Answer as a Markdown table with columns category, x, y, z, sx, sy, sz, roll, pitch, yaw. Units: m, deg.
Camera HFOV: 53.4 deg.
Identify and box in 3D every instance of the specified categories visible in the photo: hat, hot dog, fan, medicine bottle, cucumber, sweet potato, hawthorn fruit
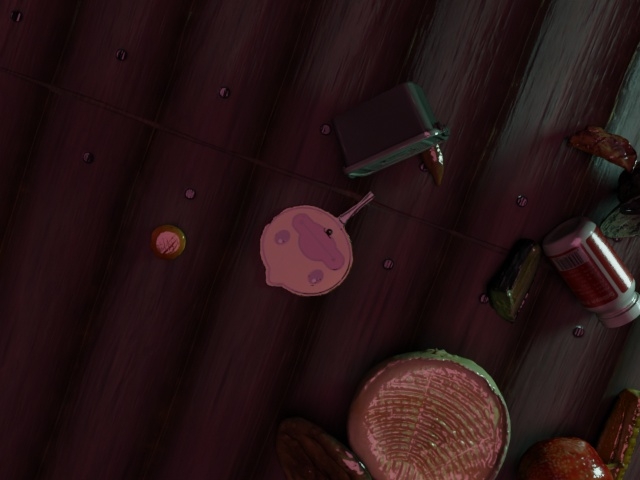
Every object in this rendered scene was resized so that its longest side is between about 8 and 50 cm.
| category | x | y | z | sx | sy | sz | roll | pitch | yaw |
| --- | --- | --- | --- | --- | --- | --- | --- | --- | --- |
| hat | 0.752 | -0.112 | 1.449 | 0.265 | 0.265 | 0.128 | -7 | 60 | -1 |
| hot dog | 0.725 | 0.499 | 1.555 | 0.068 | 0.083 | 0.289 | 15 | 97 | -41 |
| fan | 0.000 | 0.000 | 1.515 | 0.335 | 0.011 | 0.229 | -40 | 95 | 5 |
| medicine bottle | 0.634 | 0.073 | 1.478 | 0.131 | 0.131 | 0.250 | -37 | 97 | 3 |
| cucumber | 0.454 | 0.087 | 1.502 | 0.115 | 0.086 | 0.193 | 26 | 95 | -48 |
| sweet potato | 0.252 | -0.234 | 1.476 | 0.065 | 0.051 | 0.218 | -20 | 97 | -3 |
| hawthorn fruit | 0.595 | 0.564 | 1.497 | 0.253 | 0.205 | 0.205 | -7 | 96 | -5 |

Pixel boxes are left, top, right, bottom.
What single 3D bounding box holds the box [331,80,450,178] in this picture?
| category | x | y | z | sx | sy | sz | roll | pitch | yaw |
| --- | --- | --- | --- | --- | --- | --- | --- | --- | --- |
| box | 0.147 | -0.243 | 1.401 | 0.243 | 0.163 | 0.135 | -22 | 86 | 23 |

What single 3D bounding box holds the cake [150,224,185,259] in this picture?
| category | x | y | z | sx | sy | sz | roll | pitch | yaw |
| --- | --- | --- | --- | --- | --- | --- | --- | --- | --- |
| cake | -0.358 | 0.004 | 1.491 | 0.084 | 0.044 | 0.084 | 0 | 97 | -3 |

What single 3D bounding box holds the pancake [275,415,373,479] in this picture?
| category | x | y | z | sx | sy | sz | roll | pitch | yaw |
| --- | --- | --- | --- | --- | --- | --- | --- | --- | --- |
| pancake | 0.004 | 0.543 | 1.472 | 0.294 | 0.049 | 0.294 | 19 | 122 | 33 |

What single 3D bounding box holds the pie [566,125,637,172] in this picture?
| category | x | y | z | sx | sy | sz | roll | pitch | yaw |
| --- | --- | --- | --- | --- | --- | --- | --- | --- | --- |
| pie | 0.656 | -0.219 | 1.468 | 0.170 | 0.034 | 0.092 | 31 | 67 | 29 |

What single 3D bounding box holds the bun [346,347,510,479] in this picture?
| category | x | y | z | sx | sy | sz | roll | pitch | yaw |
| --- | --- | --- | --- | --- | --- | --- | --- | --- | --- |
| bun | 0.244 | 0.420 | 1.470 | 0.364 | 0.202 | 0.364 | 0 | 91 | 5 |
